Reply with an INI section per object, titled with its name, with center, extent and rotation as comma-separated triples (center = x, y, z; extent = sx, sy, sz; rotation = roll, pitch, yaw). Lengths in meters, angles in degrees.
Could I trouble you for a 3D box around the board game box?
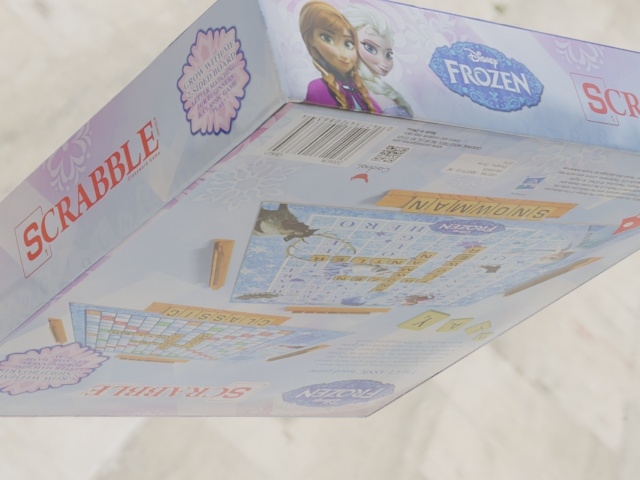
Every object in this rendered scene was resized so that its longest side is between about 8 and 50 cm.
[board game box]
center = 0.000, 0.000, 0.922
extent = 0.318, 0.318, 0.066
rotation = 6, 59, -42
